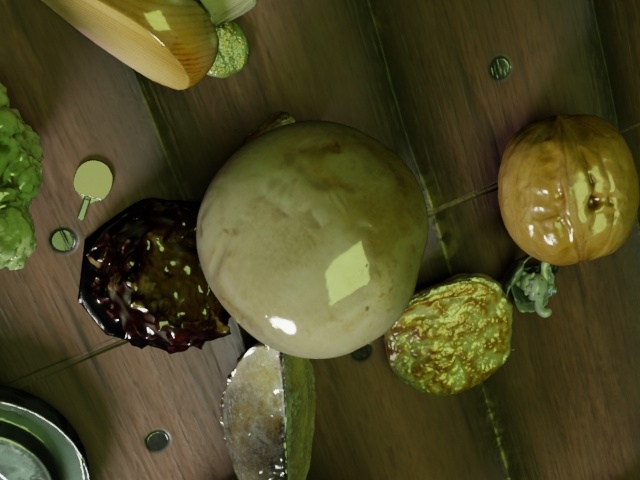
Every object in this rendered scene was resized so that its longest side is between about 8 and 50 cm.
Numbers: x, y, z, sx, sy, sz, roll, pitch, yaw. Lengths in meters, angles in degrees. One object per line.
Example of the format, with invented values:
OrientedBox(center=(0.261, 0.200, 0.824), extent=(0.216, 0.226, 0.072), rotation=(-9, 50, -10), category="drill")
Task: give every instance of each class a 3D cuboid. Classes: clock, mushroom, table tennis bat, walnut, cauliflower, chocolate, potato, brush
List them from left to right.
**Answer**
OrientedBox(center=(-0.452, -0.090, 0.942), extent=(0.260, 0.281, 0.327), rotation=(-25, 86, -31), category="cauliflower")
OrientedBox(center=(-0.477, 0.349, 1.120), extent=(0.319, 0.066, 0.319), rotation=(-4, 106, -16), category="clock")
OrientedBox(center=(-0.305, -0.066, 1.084), extent=(0.050, 0.007, 0.083), rotation=(19, 97, -21), category="table tennis bat")
OrientedBox(center=(-0.216, -0.313, 0.971), extent=(0.267, 0.174, 0.166), rotation=(30, 77, 0), category="brush")
OrientedBox(center=(-0.192, 0.062, 1.064), extent=(0.224, 0.177, 0.206), rotation=(6, 103, -19), category="chocolate")
OrientedBox(center=(-0.071, 0.254, 1.205), extent=(0.100, 0.120, 0.261), rotation=(-15, 107, -57), category="potato")
OrientedBox(center=(0.000, 0.000, 1.050), extent=(0.292, 0.290, 0.292), rotation=(-1, 83, 8), category="mushroom")
OrientedBox(center=(0.354, -0.074, 1.179), extent=(0.195, 0.195, 0.221), rotation=(-14, 109, -12), category="walnut")

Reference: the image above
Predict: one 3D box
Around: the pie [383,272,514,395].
OrientedBox(center=(0.195, 0.139, 1.246), extent=(0.205, 0.084, 0.179), rotation=(-23, 107, -3), category="pie")

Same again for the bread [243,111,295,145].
OrientedBox(center=(-0.055, -0.125, 1.108), extent=(0.083, 0.070, 0.076), rotation=(-39, 111, 0), category="bread")

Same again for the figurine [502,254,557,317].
OrientedBox(center=(0.329, 0.067, 1.265), extent=(0.086, 0.082, 0.094), rotation=(31, 91, 0), category="figurine")

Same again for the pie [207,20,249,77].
OrientedBox(center=(-0.133, -0.254, 1.077), extent=(0.085, 0.017, 0.085), rotation=(-4, 103, -16), category="pie")
